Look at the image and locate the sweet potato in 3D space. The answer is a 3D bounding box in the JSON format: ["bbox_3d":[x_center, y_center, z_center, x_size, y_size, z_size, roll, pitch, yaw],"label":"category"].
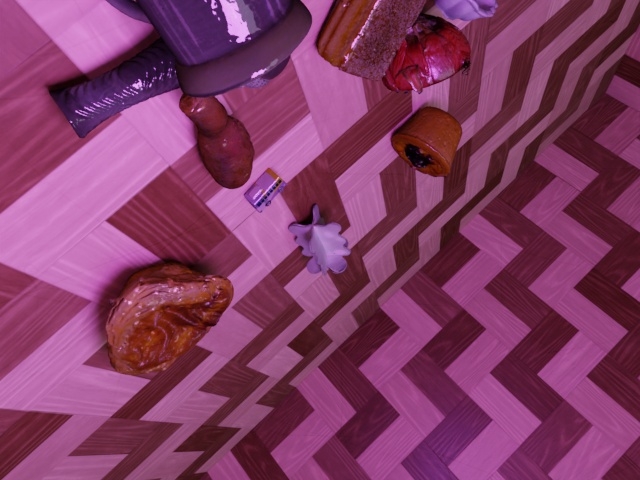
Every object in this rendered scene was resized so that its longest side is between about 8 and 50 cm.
[{"bbox_3d":[-0.188,-0.193,0.905,0.109,0.109,0.385,-41,170,-11],"label":"sweet potato"}]

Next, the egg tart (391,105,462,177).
[{"bbox_3d":[0.341,-0.306,1.488,0.171,0.215,0.215,-55,156,-6],"label":"egg tart"}]

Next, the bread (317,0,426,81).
[{"bbox_3d":[0.109,-0.466,0.992,0.184,0.110,0.234,-12,142,-55],"label":"bread"}]

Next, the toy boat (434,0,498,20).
[{"bbox_3d":[0.324,-0.586,1.092,0.100,0.199,0.290,-17,-178,40],"label":"toy boat"}]

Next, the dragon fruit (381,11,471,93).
[{"bbox_3d":[0.231,-0.464,1.113,0.218,0.224,0.148,-16,129,16],"label":"dragon fruit"}]

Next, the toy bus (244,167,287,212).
[{"bbox_3d":[-0.139,-0.125,1.187,0.102,0.052,0.058,-48,153,0],"label":"toy bus"}]

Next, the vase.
[{"bbox_3d":[-0.281,-0.245,0.731,0.237,0.115,0.115,-35,153,-15],"label":"vase"}]

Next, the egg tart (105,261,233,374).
[{"bbox_3d":[-0.380,0.180,1.158,0.351,0.153,0.339,-7,136,-54],"label":"egg tart"}]

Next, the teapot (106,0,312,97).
[{"bbox_3d":[-0.190,-0.358,0.544,0.337,0.270,0.200,58,44,-42],"label":"teapot"}]

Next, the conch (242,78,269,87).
[{"bbox_3d":[-0.128,-0.322,0.904,0.085,0.056,0.076,-49,142,7],"label":"conch"}]

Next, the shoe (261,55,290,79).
[{"bbox_3d":[-0.156,-0.372,0.742,0.103,0.098,0.275,-49,138,-7],"label":"shoe"}]

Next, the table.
[{"bbox_3d":[0.000,0.000,1.485,0.166,0.166,0.198,-41,147,-10],"label":"table"}]
